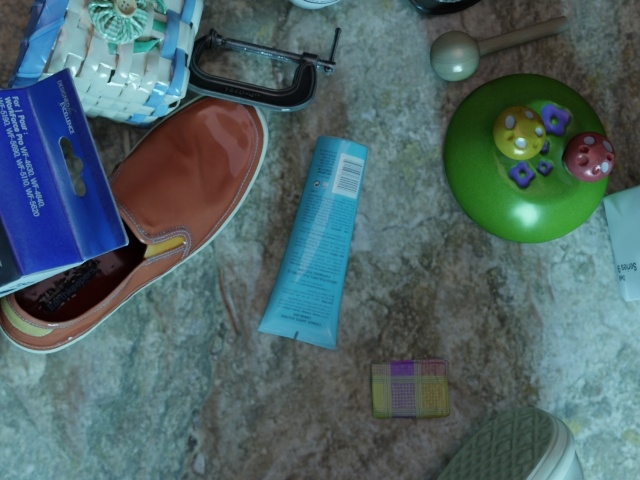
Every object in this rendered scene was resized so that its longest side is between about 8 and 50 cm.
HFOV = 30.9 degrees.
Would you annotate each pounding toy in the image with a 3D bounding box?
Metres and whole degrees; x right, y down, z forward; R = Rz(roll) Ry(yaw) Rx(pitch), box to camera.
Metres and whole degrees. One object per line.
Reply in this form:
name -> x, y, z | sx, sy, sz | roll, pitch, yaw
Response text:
pounding toy -> 0.221, -0.119, 1.185 | 0.183, 0.110, 0.236 | -13, 86, -12

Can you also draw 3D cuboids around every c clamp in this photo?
c clamp -> -0.062, -0.178, 1.165 | 0.161, 0.022, 0.137 | 9, 49, -5

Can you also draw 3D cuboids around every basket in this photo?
basket -> -0.252, -0.242, 1.061 | 0.289, 0.201, 0.254 | 14, 76, -15

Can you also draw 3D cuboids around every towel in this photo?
towel -> 0.093, 0.152, 1.179 | 0.083, 0.009, 0.060 | -1, 84, -10

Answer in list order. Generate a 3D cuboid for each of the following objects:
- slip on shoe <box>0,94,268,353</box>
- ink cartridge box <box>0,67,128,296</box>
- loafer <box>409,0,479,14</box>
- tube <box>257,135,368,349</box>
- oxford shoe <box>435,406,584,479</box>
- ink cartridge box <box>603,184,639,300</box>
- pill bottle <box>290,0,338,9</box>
slip on shoe -> -0.172, -0.023, 1.102 | 0.331, 0.101, 0.123 | -44, 90, -16
ink cartridge box -> -0.337, -0.016, 1.002 | 0.333, 0.065, 0.165 | -22, 86, 22
loafer -> 0.187, -0.309, 1.217 | 0.220, 0.078, 0.080 | -26, 89, -13
tube -> 0.000, 0.000, 1.163 | 0.080, 0.052, 0.207 | 14, 86, -4
oxford shoe -> 0.102, 0.356, 1.089 | 0.449, 0.169, 0.130 | -45, 115, -13
ink cartridge box -> 0.466, -0.025, 1.168 | 0.289, 0.211, 0.121 | -10, 86, -12
pill bottle -> 0.002, -0.283, 1.141 | 0.086, 0.152, 0.086 | 1, 83, -11
